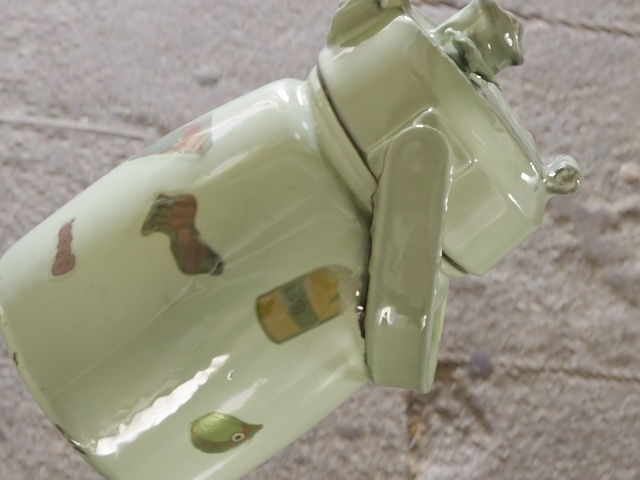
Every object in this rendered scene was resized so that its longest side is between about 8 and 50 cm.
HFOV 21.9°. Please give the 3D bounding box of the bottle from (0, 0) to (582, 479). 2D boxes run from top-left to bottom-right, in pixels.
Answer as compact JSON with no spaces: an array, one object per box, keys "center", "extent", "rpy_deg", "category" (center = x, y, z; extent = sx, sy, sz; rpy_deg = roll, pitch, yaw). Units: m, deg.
[{"center":[0.000,0.000,1.020],"extent":[0.351,0.229,0.229],"rpy_deg":[-35,61,12],"category":"bottle"}]
